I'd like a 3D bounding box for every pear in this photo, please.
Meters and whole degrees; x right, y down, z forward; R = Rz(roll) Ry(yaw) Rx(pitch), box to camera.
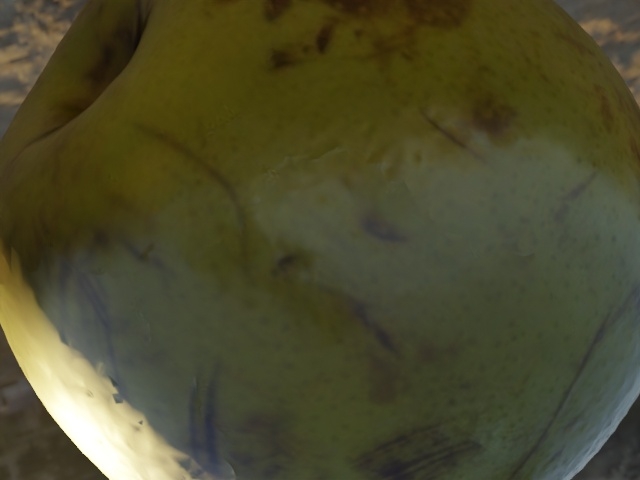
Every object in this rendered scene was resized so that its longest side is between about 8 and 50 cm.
[{"bbox_3d":[0.000,0.000,0.554,0.284,0.283,0.283,-20,165,-6],"label":"pear"}]
